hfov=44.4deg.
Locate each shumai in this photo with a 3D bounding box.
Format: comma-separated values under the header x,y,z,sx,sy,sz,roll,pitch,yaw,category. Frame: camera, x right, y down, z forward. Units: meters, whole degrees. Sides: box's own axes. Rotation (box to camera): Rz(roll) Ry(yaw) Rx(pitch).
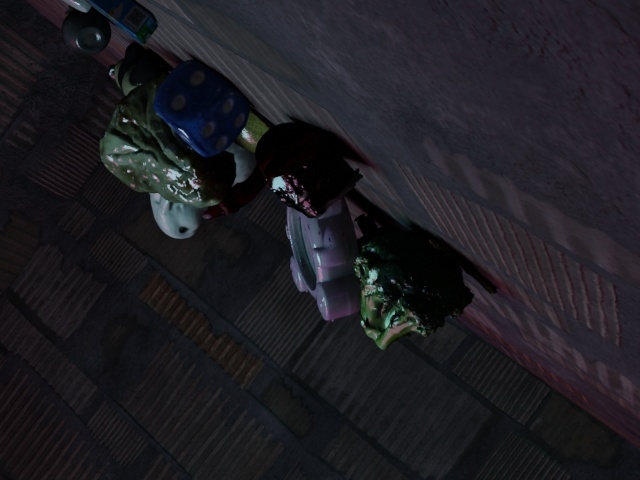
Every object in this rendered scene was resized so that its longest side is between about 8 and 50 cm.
x,y,z,sx,sy,sz,roll,pitch,yaw,category
-0.327,-0.182,1.766,0.309,0.304,0.263,77,166,-45,shumai

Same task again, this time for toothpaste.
x,y,z,sx,sy,sz,roll,pitch,yaw,category
-0.423,-0.466,1.446,0.267,0.050,0.065,37,-179,0,toothpaste

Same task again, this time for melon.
x,y,z,sx,sy,sz,roll,pitch,yaw,category
-0.140,-0.225,1.726,0.128,0.079,0.160,38,178,11,melon

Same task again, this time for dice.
x,y,z,sx,sy,sz,roll,pitch,yaw,category
-0.241,-0.269,1.594,0.143,0.146,0.146,38,175,27,dice

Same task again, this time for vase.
x,y,z,sx,sy,sz,roll,pitch,yaw,category
-0.601,-0.546,1.987,0.120,0.120,0.183,39,-168,-46,vase

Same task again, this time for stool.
x,y,z,sx,sy,sz,roll,pitch,yaw,category
0.130,0.008,1.962,0.139,0.228,0.153,57,-142,-8,stool

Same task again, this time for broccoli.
x,y,z,sx,sy,sz,roll,pitch,yaw,category
0.180,0.101,1.651,0.265,0.245,0.294,20,-150,-20,broccoli

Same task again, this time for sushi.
x,y,z,sx,sy,sz,roll,pitch,yaw,category
-0.029,-0.125,1.385,0.126,0.136,0.225,47,178,-29,sushi

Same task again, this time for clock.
x,y,z,sx,sy,sz,roll,pitch,yaw,category
0.000,0.000,1.857,0.295,0.114,0.322,-139,37,-66,clock

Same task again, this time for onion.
x,y,z,sx,sy,sz,roll,pitch,yaw,category
-0.242,-0.174,2.316,0.146,0.280,0.314,21,174,17,onion

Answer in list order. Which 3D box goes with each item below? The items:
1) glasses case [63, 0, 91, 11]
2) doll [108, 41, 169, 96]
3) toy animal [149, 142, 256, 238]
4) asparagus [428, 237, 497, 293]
x,y,z,sx,sy,sz,roll,pitch,yaw,category
-0.599,-0.584,1.762,0.193,0.049,0.074,38,178,-13,glasses case
-0.462,-0.421,2.041,0.143,0.135,0.234,41,179,-43,doll
-0.312,-0.170,2.050,0.194,0.357,0.258,38,177,21,toy animal
0.287,0.050,1.584,0.233,0.022,0.023,36,-150,-34,asparagus
